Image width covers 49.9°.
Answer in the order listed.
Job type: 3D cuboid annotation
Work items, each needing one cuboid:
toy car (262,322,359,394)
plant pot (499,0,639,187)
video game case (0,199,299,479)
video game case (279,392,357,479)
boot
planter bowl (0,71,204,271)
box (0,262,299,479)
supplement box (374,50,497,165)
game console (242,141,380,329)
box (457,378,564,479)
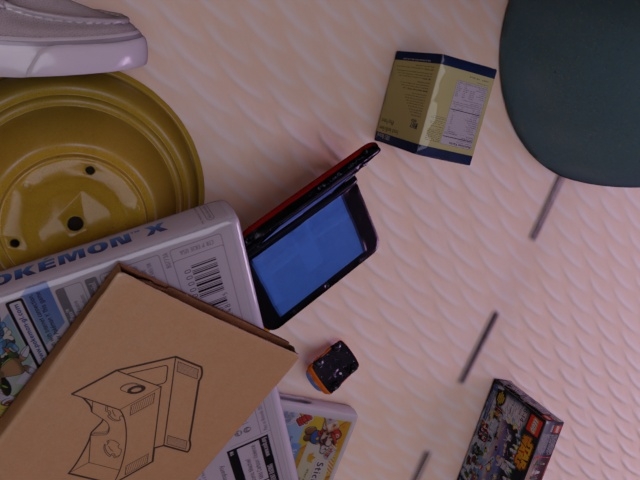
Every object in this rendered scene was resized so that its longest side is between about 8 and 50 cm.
[{"bbox_3d":[-0.021,0.102,0.663,0.122,0.060,0.040,41,133,-11],"label":"toy car"},{"bbox_3d":[0.340,-0.173,0.620,0.290,0.195,0.290,-7,110,-20],"label":"plant pot"},{"bbox_3d":[-0.177,0.155,0.538,0.300,0.036,0.328,-20,127,-16],"label":"video game case"},{"bbox_3d":[-0.092,0.251,0.678,0.206,0.026,0.226,17,99,-25],"label":"video game case"},{"bbox_3d":[-0.239,-0.175,0.435,0.258,0.095,0.123,-3,113,-26],"label":"boot"},{"bbox_3d":[-0.185,-0.023,0.516,0.217,0.090,0.217,-7,109,-21],"label":"planter bowl"},{"bbox_3d":[-0.136,0.127,0.504,0.164,0.021,0.201,32,102,-38],"label":"box"},{"bbox_3d":[0.098,-0.117,0.602,0.056,0.083,0.083,9,102,-24],"label":"supplement box"},{"bbox_3d":[0.000,0.000,0.589,0.144,0.124,0.085,-38,91,-21],"label":"game console"},{"bbox_3d":[0.204,0.234,0.752,0.027,0.094,0.136,11,102,-25],"label":"box"}]
